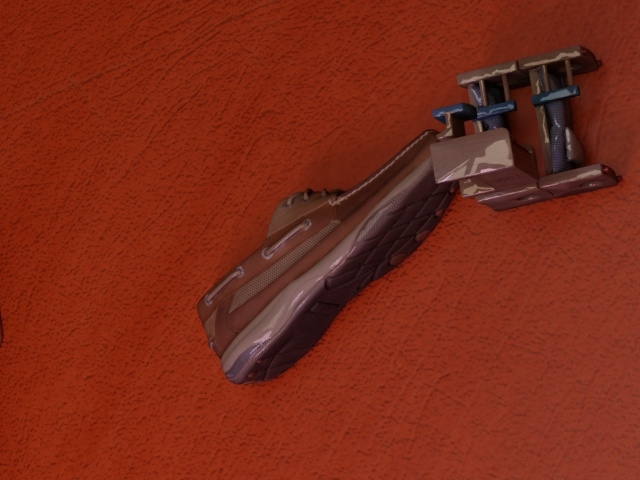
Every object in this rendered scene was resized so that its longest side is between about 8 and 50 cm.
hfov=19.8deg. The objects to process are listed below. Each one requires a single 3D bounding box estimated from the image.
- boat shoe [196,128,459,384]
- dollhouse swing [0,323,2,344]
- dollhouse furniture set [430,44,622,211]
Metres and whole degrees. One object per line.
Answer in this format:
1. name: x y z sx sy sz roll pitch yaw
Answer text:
1. boat shoe: 0.000 0.000 1.785 0.324 0.123 0.116 -43 67 10
2. dollhouse swing: -0.527 0.123 1.862 0.315 0.347 0.305 9 87 23
3. dollhouse furniture set: 0.186 -0.113 1.685 0.129 0.184 0.129 -13 78 21
